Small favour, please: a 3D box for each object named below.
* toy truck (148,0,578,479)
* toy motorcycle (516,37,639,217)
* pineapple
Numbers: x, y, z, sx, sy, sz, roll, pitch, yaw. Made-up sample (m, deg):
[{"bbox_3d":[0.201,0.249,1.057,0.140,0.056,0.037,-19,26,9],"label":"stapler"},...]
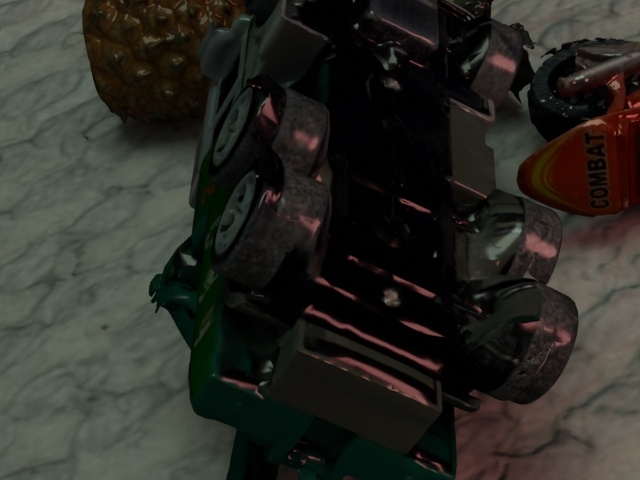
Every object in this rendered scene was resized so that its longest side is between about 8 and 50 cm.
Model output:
[{"bbox_3d":[0.004,-0.006,0.974,0.176,0.178,0.363,25,37,-17],"label":"toy truck"},{"bbox_3d":[0.262,-0.074,1.089,0.298,0.089,0.171,-2,38,9],"label":"toy motorcycle"},{"bbox_3d":[-0.005,-0.137,1.201,0.277,0.130,0.119,-3,49,6],"label":"pineapple"}]
